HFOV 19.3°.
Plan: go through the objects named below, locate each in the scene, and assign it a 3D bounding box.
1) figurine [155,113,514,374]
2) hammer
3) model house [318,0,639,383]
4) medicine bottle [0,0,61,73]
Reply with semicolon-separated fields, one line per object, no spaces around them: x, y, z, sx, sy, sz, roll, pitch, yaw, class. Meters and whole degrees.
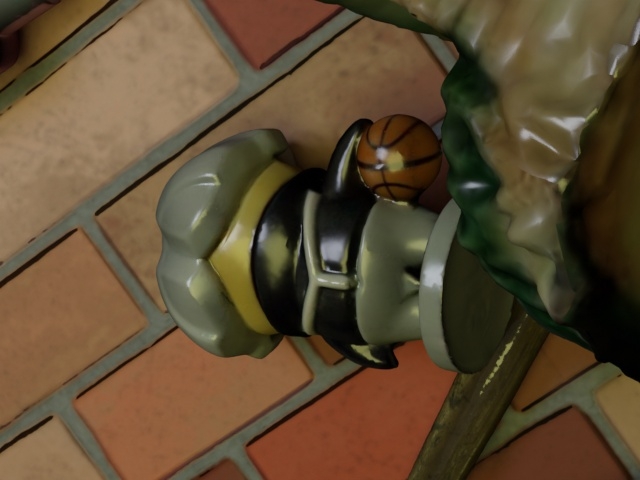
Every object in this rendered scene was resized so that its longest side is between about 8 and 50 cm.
0.000;0.000;1.243;0.236;0.133;0.176;7;102;29;figurine
0.099;0.122;1.299;0.168;0.044;0.440;28;109;9;hammer
0.191;-0.146;1.013;0.400;0.445;0.395;40;112;45;model house
-0.276;-0.155;1.314;0.188;0.094;0.119;-29;95;20;medicine bottle
